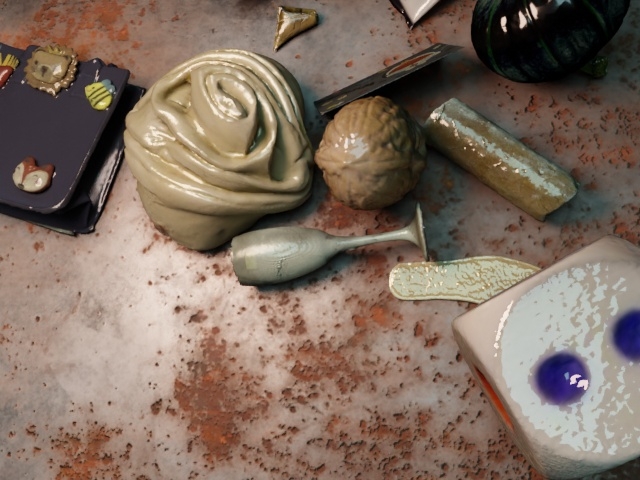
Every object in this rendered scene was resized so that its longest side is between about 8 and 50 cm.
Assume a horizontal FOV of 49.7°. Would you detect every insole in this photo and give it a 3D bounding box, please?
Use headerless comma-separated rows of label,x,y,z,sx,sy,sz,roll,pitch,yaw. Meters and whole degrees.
insole,0.232,0.063,1.098,0.248,0.011,0.081,-1,75,11

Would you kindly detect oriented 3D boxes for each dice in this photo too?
dice,0.339,0.150,0.923,0.251,0.259,0.243,-30,77,1

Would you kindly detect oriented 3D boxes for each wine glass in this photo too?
wine glass,0.000,0.000,1.028,0.310,0.264,0.096,-9,82,8

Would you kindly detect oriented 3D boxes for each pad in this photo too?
pad,0.105,-0.271,1.145,0.246,0.170,0.006,-24,109,4

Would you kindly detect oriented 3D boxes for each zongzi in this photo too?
zongzi,-0.045,-0.383,1.260,0.076,0.040,0.083,8,89,6

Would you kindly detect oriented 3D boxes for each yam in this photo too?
yam,0.282,-0.128,1.100,0.259,0.093,0.093,39,85,16

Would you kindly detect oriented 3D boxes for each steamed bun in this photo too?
steamed bun,-0.179,-0.174,1.131,0.324,0.219,0.309,-23,72,5

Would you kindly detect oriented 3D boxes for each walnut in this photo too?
walnut,0.075,-0.132,1.062,0.178,0.230,0.178,5,104,20

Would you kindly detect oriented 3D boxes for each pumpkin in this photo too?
pumpkin,0.373,-0.341,1.090,0.248,0.248,0.247,-3,75,10

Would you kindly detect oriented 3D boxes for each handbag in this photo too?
handbag,-0.511,-0.203,1.258,0.304,0.122,0.329,16,77,15

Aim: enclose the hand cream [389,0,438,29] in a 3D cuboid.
hand cream,0.250,-0.507,1.169,0.336,0.076,0.121,-34,65,29
